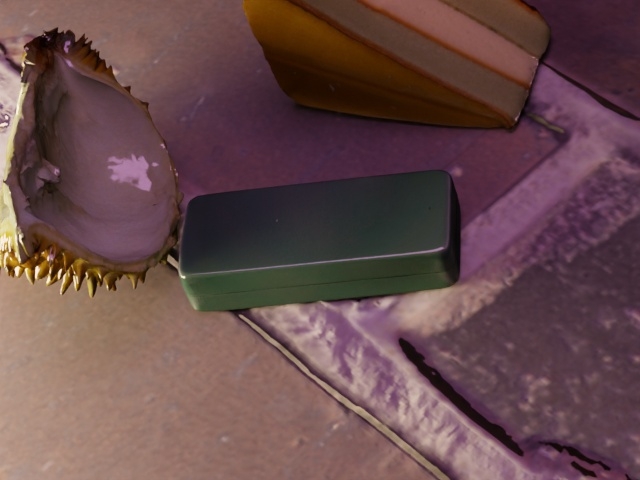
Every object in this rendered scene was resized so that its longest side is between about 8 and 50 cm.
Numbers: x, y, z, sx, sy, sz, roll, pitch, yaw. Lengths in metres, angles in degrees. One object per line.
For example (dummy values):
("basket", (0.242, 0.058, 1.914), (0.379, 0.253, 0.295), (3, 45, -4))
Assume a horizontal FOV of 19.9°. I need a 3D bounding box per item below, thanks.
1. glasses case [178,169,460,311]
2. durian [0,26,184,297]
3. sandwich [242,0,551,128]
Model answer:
("glasses case", (0.000, 0.000, 1.219), (0.184, 0.039, 0.077), (-6, 48, 12))
("durian", (-0.169, -0.045, 1.245), (0.144, 0.139, 0.252), (-1, 48, 10))
("sandwich", (0.053, -0.170, 1.286), (0.187, 0.144, 0.117), (7, 54, 23))
